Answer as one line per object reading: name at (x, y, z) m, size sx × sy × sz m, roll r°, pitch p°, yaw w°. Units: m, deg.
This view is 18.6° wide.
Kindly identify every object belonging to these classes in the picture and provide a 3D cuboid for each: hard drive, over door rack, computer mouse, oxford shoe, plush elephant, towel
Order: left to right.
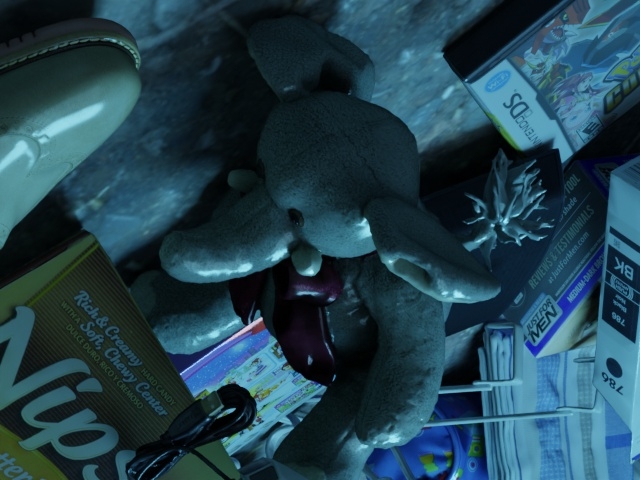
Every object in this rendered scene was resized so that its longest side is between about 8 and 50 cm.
oxford shoe at (-0.251, 0.020, 1.254) m, size 0.397 × 0.146 × 0.140 m, roll -41°, pitch 152°, yaw 10°
computer mouse at (-0.036, 0.189, 1.374) m, size 0.106 × 0.193 × 0.042 m, roll -44°, pitch -172°, yaw 14°
plush elephant at (0.000, 0.000, 1.403) m, size 0.330 × 0.272 × 0.255 m, roll -36°, pitch 145°, yaw 3°
over door rack at (0.093, 0.182, 1.858) m, size 0.324 × 0.108 × 0.239 m, roll -19°, pitch 161°, yaw 23°
hard drive at (0.127, 0.021, 1.769) m, size 0.172 × 0.054 × 0.254 m, roll -20°, pitch 157°, yaw -21°
towel at (0.262, 0.195, 2.110) m, size 0.034 × 0.209 × 0.285 m, roll -7°, pitch 174°, yaw 37°

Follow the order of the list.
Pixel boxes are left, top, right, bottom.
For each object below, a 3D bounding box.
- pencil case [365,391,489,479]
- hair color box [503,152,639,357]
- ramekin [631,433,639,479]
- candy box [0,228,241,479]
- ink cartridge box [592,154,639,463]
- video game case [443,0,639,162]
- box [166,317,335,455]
pencil case at (0.175, 0.231, 2.116) m, size 0.119 × 0.133 × 0.306 m, roll -35°, pitch 156°, yaw 30°
hair color box at (0.345, 0.003, 1.973) m, size 0.339 × 0.110 × 0.185 m, roll -7°, pitch 142°, yaw -41°
ramekin at (0.349, 0.346, 2.445) m, size 0.273 × 0.127 × 0.273 m, roll -32°, pitch 144°, yaw -27°
candy box at (-0.165, 0.171, 1.426) m, size 0.183 × 0.316 × 0.087 m, roll -32°, pitch -174°, yaw -8°
ink cartridge box at (0.335, 0.044, 1.822) m, size 0.165 × 0.065 × 0.332 m, roll -28°, pitch 136°, yaw -29°
video game case at (0.252, -0.184, 1.637) m, size 0.275 × 0.035 × 0.248 m, roll -38°, pitch 153°, yaw 6°
box at (-0.108, 0.130, 1.701) m, size 0.293 × 0.057 × 0.201 m, roll -36°, pitch 153°, yaw 1°
